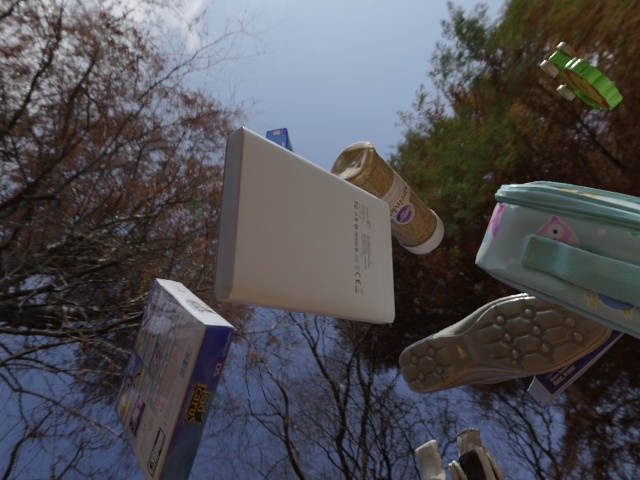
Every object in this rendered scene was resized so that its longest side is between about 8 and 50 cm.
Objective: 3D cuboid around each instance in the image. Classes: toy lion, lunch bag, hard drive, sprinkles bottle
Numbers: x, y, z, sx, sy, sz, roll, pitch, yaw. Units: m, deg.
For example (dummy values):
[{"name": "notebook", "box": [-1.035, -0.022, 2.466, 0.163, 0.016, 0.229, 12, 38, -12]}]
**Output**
[{"name": "toy lion", "box": [0.308, -0.181, 0.473, 0.100, 0.034, 0.096, 17, -145, -42]}, {"name": "lunch bag", "box": [0.292, 0.027, 0.338, 0.223, 0.279, 0.108, 8, -79, -39]}, {"name": "hard drive", "box": [0.000, 0.000, 0.647, 0.353, 0.047, 0.233, 19, -115, -45]}, {"name": "sprinkles bottle", "box": [0.173, -0.091, 0.998, 0.355, 0.121, 0.121, 35, -108, -40]}]

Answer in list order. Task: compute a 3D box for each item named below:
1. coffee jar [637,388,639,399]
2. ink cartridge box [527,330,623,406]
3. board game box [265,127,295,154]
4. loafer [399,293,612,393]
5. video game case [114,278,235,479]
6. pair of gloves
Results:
[{"name": "coffee jar", "box": [0.661, 0.247, 0.711, 0.079, 0.096, 0.184, 36, -68, 10]}, {"name": "ink cartridge box", "box": [0.486, 0.207, 0.755, 0.223, 0.224, 0.045, -41, -126, -2]}, {"name": "board game box", "box": [-0.066, -0.096, 0.840, 0.047, 0.210, 0.160, -8, -128, 9]}, {"name": "loafer", "box": [0.262, 0.154, 0.612, 0.111, 0.319, 0.112, 3, -116, -42]}, {"name": "video game case", "box": [-0.264, 0.231, 0.714, 0.061, 0.244, 0.270, 17, -89, -42]}, {"name": "pair of gloves", "box": [0.260, 0.484, 0.780, 0.042, 0.240, 0.204, 10, -127, -20]}]
